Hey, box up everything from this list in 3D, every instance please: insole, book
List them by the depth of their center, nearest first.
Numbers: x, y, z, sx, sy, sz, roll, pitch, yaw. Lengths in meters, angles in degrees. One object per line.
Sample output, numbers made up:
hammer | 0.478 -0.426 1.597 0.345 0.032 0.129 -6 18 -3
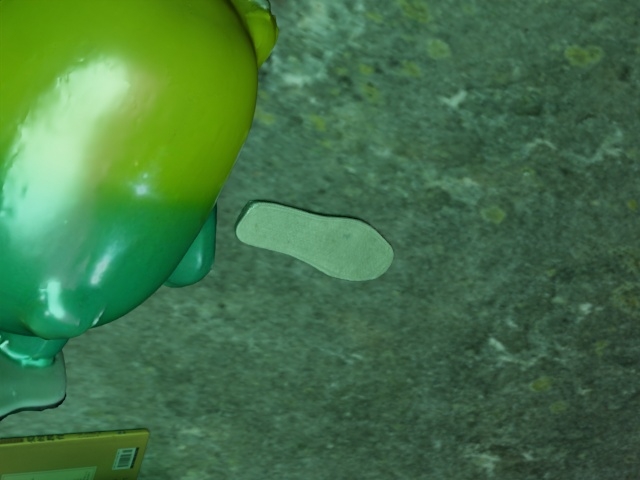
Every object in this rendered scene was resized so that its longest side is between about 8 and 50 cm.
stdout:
book | -0.250 0.229 1.093 0.172 0.012 0.118 2 118 -36
insole | 0.000 0.000 1.110 0.192 0.010 0.063 16 109 -40

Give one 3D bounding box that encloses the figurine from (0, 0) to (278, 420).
figurine | -0.179 -0.055 0.807 0.324 0.231 0.340 18 113 -42
